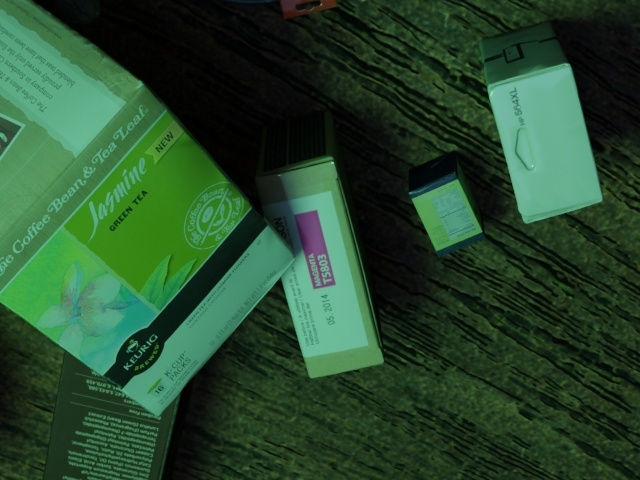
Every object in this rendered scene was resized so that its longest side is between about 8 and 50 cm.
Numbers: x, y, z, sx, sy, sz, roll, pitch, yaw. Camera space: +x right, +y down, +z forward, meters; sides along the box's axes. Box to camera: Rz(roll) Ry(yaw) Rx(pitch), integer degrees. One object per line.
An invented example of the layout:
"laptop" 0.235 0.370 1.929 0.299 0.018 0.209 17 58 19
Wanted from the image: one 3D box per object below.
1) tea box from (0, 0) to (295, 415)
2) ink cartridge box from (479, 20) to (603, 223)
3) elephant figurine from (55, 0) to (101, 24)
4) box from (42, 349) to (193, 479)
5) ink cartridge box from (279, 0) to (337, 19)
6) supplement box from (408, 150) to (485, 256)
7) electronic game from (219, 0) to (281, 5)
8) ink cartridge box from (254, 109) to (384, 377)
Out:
"tea box" -0.253 -0.056 1.239 0.220 0.329 0.323 -49 145 -6
"ink cartridge box" 0.223 -0.126 1.342 0.086 0.203 0.148 -15 110 10
"elephant figurine" -0.284 -0.319 1.282 0.186 0.239 0.169 5 112 2
"box" -0.232 0.225 1.519 0.143 0.191 0.381 12 111 -1
"ink cartridge box" -0.024 -0.284 1.350 0.063 0.029 0.115 -13 117 5
"supplement box" 0.139 -0.041 1.445 0.056 0.083 0.083 -23 107 13
"electronic game" -0.075 -0.357 1.356 0.229 0.048 0.229 1 112 3
"ink cartridge box" 0.000 0.000 1.411 0.088 0.193 0.235 -12 109 5
